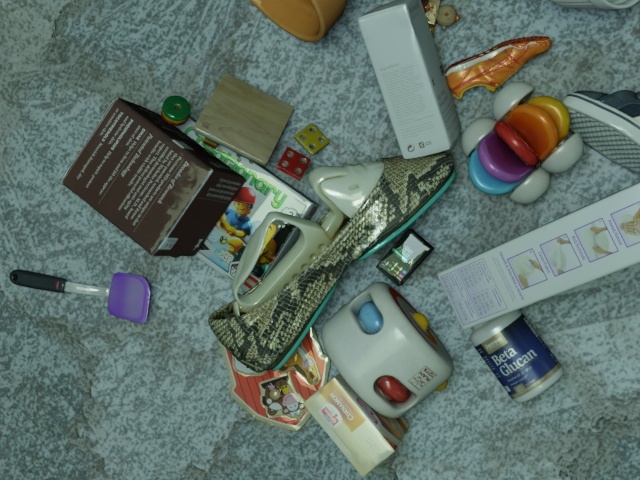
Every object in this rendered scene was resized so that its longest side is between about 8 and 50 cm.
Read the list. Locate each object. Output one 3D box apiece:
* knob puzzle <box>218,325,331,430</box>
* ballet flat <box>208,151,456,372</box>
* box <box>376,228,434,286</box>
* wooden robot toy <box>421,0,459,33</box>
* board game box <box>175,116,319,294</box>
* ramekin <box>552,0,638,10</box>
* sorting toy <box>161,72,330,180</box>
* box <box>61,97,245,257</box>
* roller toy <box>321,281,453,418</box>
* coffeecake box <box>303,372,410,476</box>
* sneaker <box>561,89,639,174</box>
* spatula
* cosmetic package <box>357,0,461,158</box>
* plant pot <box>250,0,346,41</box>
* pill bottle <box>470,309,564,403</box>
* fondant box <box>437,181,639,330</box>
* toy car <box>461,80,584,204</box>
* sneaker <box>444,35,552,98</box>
[{"bbox_3d":[-0.073,0.236,1.434,0.213,0.030,0.213,0,90,13],"label":"knob puzzle"},{"bbox_3d":[0.000,0.000,1.329,0.182,0.164,0.483,41,98,-17],"label":"ballet flat"},{"bbox_3d":[0.139,0.028,1.367,0.052,0.062,0.083,41,99,9],"label":"box"},{"bbox_3d":[0.187,-0.364,1.355,0.079,0.076,0.173,13,93,2],"label":"wooden robot toy"},{"bbox_3d":[-0.180,-0.067,1.447,0.305,0.053,0.193,34,97,11],"label":"board game box"},{"bbox_3d":[0.402,-0.445,1.238,0.109,0.207,0.207,10,93,51],"label":"ramekin"},{"bbox_3d":[-0.124,-0.193,1.406,0.274,0.046,0.132,26,58,-5],"label":"sorting toy"},{"bbox_3d":[-0.267,-0.097,1.352,0.203,0.168,0.167,37,97,11],"label":"box"},{"bbox_3d":[0.112,0.169,1.307,0.146,0.191,0.209,-41,81,9],"label":"roller toy"},{"bbox_3d":[0.062,0.277,1.322,0.068,0.185,0.142,-42,82,10],"label":"coffeecake box"},{"bbox_3d":[0.524,-0.160,1.247,0.321,0.126,0.127,33,84,18],"label":"sneaker"},{"bbox_3d":[-0.442,0.086,1.520,0.296,0.030,0.084,9,91,14],"label":"spatula"},{"bbox_3d":[0.143,-0.257,1.299,0.085,0.117,0.231,-12,110,22],"label":"cosmetic package"},{"bbox_3d":[-0.035,-0.492,1.314,0.291,0.291,0.203,42,82,10],"label":"plant pot"},{"bbox_3d":[0.297,0.163,1.314,0.094,0.094,0.169,-37,82,11],"label":"pill bottle"},{"bbox_3d":[0.363,0.006,1.165,0.330,0.238,0.096,-30,82,38],"label":"fondant box"},{"bbox_3d":[0.297,-0.139,1.276,0.159,0.136,0.182,47,129,8],"label":"toy car"},{"bbox_3d":[0.290,-0.281,1.342,0.175,0.064,0.067,-20,105,17],"label":"sneaker"}]
